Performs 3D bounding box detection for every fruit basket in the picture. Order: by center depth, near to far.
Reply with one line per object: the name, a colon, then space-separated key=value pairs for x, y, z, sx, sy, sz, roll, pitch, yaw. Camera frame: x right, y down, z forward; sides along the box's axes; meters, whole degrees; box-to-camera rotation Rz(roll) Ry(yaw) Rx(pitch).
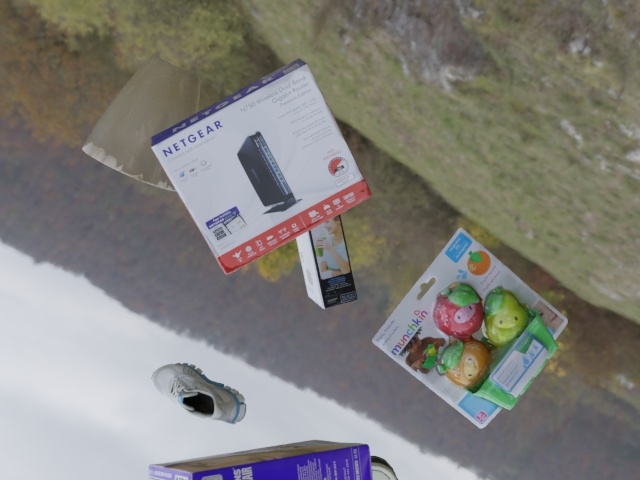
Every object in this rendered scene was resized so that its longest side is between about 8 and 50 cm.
fruit basket: x=0.344 y=0.203 z=1.910 sx=0.353 sy=0.327 sz=0.165 roll=40 pitch=176 yaw=-19

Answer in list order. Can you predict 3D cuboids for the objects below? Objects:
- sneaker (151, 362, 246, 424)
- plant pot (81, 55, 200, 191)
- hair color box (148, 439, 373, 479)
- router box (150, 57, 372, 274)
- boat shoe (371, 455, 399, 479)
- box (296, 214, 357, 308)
sneaker: x=-0.219 y=0.252 z=1.426 sx=0.190 sy=0.071 sz=0.083 roll=15 pitch=-178 yaw=31
plant pot: x=-0.401 y=-0.295 z=2.071 sx=0.256 sy=0.274 sz=0.256 roll=26 pitch=-174 yaw=-3
hair color box: x=-0.100 y=0.413 z=1.456 sx=0.339 sy=0.110 sz=0.185 roll=-2 pitch=172 yaw=-33
router box: x=-0.114 y=-0.142 z=1.675 sx=0.301 sy=0.335 sz=0.082 roll=61 pitch=179 yaw=-23
boat shoe: x=0.113 y=0.523 z=1.759 sx=0.127 sy=0.113 sz=0.340 roll=-8 pitch=132 yaw=9
box: x=0.000 y=0.000 z=2.018 sx=0.087 sy=0.290 sz=0.169 roll=-13 pitch=-169 yaw=-12
